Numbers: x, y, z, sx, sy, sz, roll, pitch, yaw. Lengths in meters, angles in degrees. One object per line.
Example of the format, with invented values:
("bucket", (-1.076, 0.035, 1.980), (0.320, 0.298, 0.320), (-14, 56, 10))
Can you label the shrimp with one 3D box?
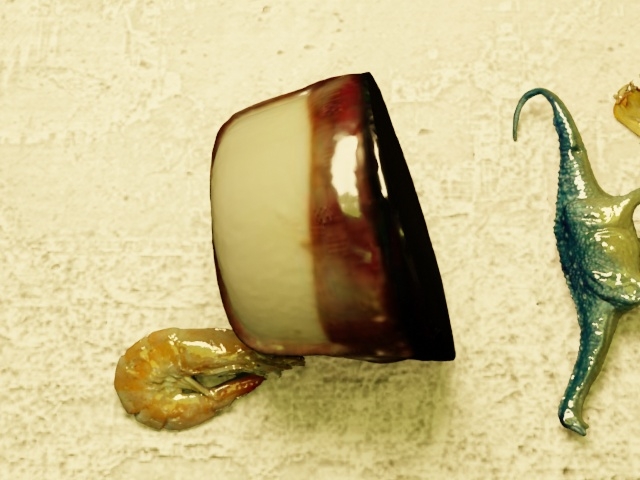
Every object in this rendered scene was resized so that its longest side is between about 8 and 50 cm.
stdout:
("shrimp", (-0.109, 0.131, 0.911), (0.190, 0.042, 0.101), (-8, 92, -2))

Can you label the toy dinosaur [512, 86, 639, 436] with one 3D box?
("toy dinosaur", (0.288, 0.007, 0.921), (0.147, 0.076, 0.363), (-7, 76, 6))

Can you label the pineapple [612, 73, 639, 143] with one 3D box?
("pineapple", (0.384, -0.133, 0.967), (0.137, 0.069, 0.116), (-4, 71, -2))

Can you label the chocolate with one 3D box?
("chocolate", (0.000, 0.000, 0.846), (0.186, 0.283, 0.284), (-18, 72, 11))
